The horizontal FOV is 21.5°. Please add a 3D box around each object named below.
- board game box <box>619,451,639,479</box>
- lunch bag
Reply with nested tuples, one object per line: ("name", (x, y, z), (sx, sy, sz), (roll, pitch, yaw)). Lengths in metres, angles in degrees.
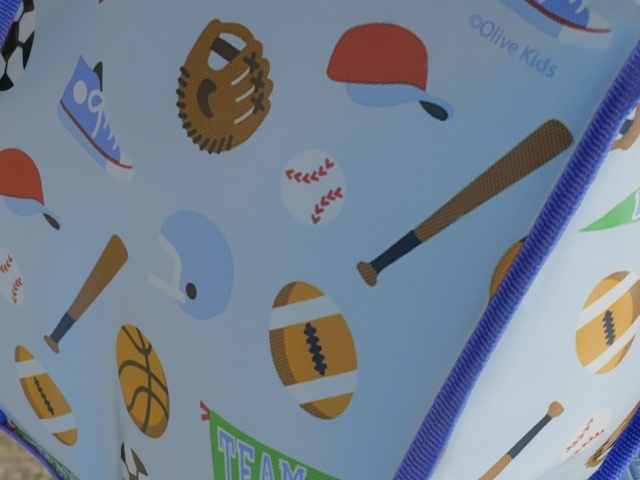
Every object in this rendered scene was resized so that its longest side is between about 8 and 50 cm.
("board game box", (0.231, 0.147, 1.681), (0.302, 0.086, 0.308), (5, 138, 32))
("lunch bag", (0.000, 0.000, 0.775), (0.239, 0.328, 0.385), (1, 122, -51))
